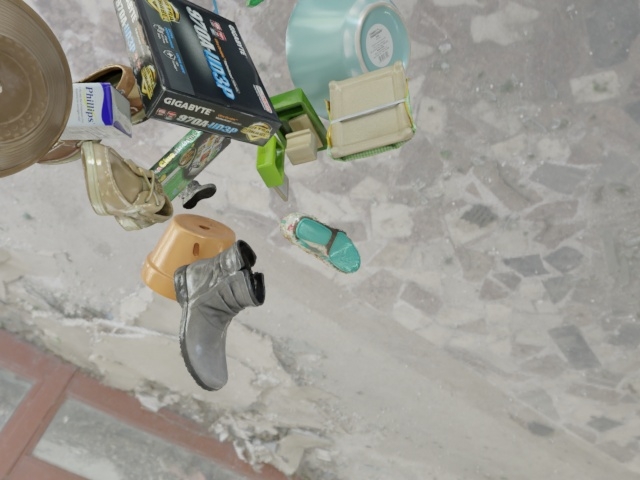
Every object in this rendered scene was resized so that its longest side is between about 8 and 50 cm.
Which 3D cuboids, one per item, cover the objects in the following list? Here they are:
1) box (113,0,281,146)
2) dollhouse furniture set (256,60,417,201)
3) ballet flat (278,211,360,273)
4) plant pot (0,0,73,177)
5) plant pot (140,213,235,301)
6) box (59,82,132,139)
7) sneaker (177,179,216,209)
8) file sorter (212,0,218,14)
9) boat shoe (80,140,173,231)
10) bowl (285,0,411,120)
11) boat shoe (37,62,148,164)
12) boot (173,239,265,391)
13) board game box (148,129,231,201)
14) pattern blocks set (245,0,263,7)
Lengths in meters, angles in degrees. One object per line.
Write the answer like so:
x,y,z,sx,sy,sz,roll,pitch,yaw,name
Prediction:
-0.164,-0.235,0.675,0.175,0.221,0.051,6,141,-45,box
0.045,-0.196,0.987,0.301,0.198,0.151,-12,146,18,dollhouse furniture set
0.000,0.000,1.110,0.077,0.091,0.241,17,165,46,ballet flat
-0.390,-0.179,0.575,0.109,0.237,0.238,18,144,39,plant pot
-0.390,0.046,1.580,0.290,0.291,0.204,19,106,-2,plant pot
-0.409,-0.218,0.868,0.137,0.126,0.072,-3,93,-7,box
-0.385,-0.157,1.561,0.170,0.089,0.051,-28,144,31,sneaker
-0.267,-0.480,1.005,0.118,0.170,0.105,-17,124,-2,file sorter
-0.310,-0.086,0.838,0.098,0.109,0.302,-9,168,-8,boat shoe
0.091,-0.433,1.158,0.163,0.312,0.312,11,144,47,bowl
-0.472,-0.259,0.997,0.323,0.123,0.120,-25,165,14,boat shoe
-0.232,0.182,1.236,0.222,0.339,0.118,-20,169,21,boot
-0.290,-0.166,1.086,0.030,0.260,0.136,38,160,6,board game box
-0.191,-0.691,1.122,0.026,0.285,0.325,0,122,47,pattern blocks set
